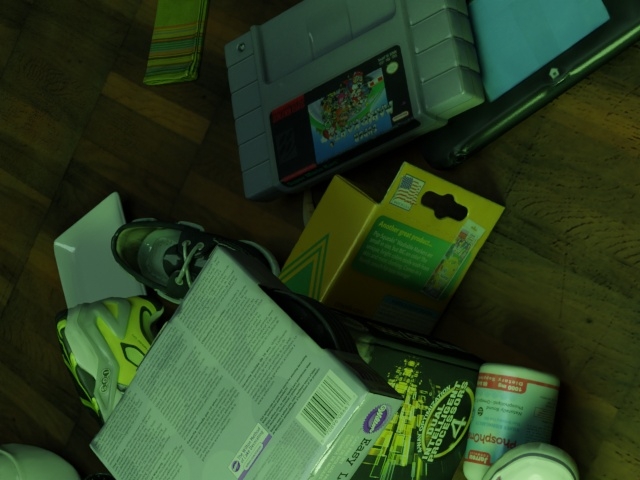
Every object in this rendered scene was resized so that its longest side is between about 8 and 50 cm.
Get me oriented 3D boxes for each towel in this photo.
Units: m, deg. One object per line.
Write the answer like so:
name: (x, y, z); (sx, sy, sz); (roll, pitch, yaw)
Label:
towel: (-0.202, -0.339, 2.112); (0.102, 0.021, 0.237); (-2, 76, 39)

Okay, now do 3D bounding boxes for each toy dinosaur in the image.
toy dinosaur: (0.000, 0.000, 1.829); (0.112, 0.064, 0.211); (-46, 39, 5)

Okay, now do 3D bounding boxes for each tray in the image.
tray: (-0.293, 0.078, 2.058); (0.145, 0.030, 0.270); (-37, 56, 28)

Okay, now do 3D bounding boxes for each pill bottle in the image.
pill bottle: (0.199, 0.214, 1.562); (0.087, 0.087, 0.160); (4, 79, 41)

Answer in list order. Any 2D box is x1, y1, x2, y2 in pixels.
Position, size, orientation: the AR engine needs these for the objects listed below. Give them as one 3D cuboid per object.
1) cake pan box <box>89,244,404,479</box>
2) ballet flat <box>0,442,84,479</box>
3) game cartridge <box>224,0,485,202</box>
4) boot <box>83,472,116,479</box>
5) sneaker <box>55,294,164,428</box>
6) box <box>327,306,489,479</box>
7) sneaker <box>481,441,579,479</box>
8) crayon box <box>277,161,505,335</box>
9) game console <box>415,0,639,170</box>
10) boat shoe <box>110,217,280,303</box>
cake pan box: (-0.076, 0.170, 1.399); (0.246, 0.070, 0.267); (40, 103, 35)
ballet flat: (-0.500, 0.337, 2.089); (0.400, 0.139, 0.139); (10, 84, 41)
game cartridge: (0.029, -0.203, 1.793); (0.355, 0.068, 0.230); (-24, 62, 37)
boot: (-0.297, 0.420, 1.849); (0.207, 0.094, 0.246); (126, 153, -73)
sneaker: (-0.202, 0.234, 1.857); (0.147, 0.145, 0.384); (-23, 75, -15)
box: (0.002, 0.273, 1.559); (0.097, 0.318, 0.395); (29, 96, 40)
sneaker: (0.181, 0.344, 1.459); (0.161, 0.102, 0.282); (-71, 0, -62)
crayon box: (0.049, 0.061, 1.659); (0.083, 0.203, 0.323); (38, 101, 41)
game console: (0.221, -0.314, 1.722); (0.386, 0.060, 0.342); (-35, 57, 28)
boat shoe: (-0.167, 0.035, 1.891); (0.302, 0.091, 0.114); (7, 79, 52)
